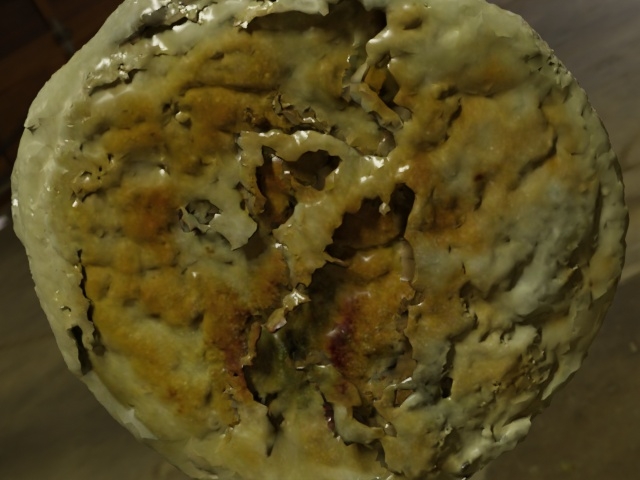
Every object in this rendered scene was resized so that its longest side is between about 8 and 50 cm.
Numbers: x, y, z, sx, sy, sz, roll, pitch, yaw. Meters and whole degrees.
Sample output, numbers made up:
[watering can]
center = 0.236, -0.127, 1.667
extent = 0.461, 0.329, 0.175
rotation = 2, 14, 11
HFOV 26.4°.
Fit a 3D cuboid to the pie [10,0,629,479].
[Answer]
[pie]
center = 0.000, 0.000, 0.735
extent = 0.339, 0.339, 0.077
rotation = -28, 19, 8
